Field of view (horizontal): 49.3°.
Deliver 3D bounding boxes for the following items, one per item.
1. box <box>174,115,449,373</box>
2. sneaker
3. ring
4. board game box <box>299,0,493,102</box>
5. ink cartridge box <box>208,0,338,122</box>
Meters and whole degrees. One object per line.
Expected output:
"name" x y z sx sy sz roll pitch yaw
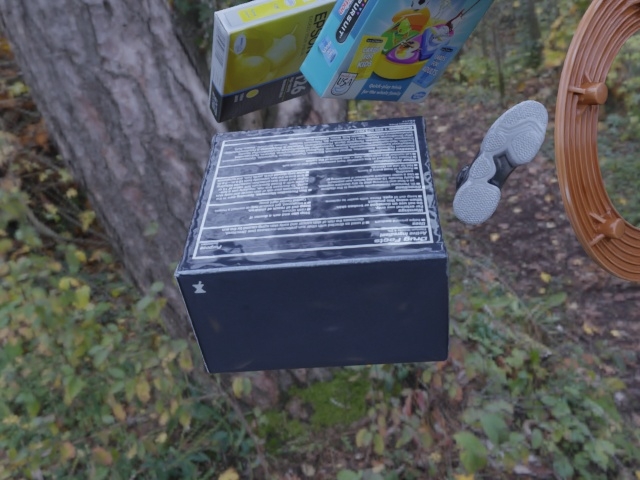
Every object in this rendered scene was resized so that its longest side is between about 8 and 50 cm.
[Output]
"box" 0.000 0.000 0.887 0.297 0.182 0.294 -4 38 6
"sneaker" 0.348 -0.160 1.403 0.101 0.268 0.153 31 10 -2
"ring" 0.367 -0.120 0.749 0.337 0.336 0.032 -22 18 -33
"board game box" 0.152 -0.374 1.112 0.254 0.336 0.079 -8 55 -41
"ink cartridge box" -0.068 -0.376 1.384 0.307 0.072 0.303 -21 -17 -18
